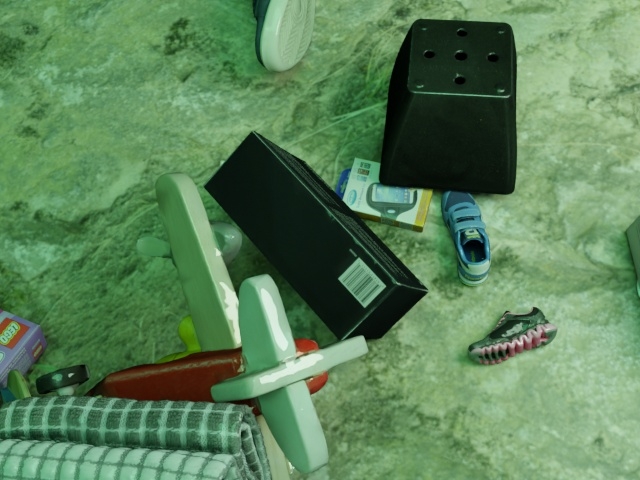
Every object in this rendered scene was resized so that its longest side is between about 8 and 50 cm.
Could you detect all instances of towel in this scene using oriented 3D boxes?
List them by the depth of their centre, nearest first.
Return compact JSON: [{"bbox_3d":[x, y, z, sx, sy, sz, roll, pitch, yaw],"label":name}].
[{"bbox_3d":[-0.158,0.265,0.663,0.235,0.284,0.121,-1,35,10],"label":"towel"}]

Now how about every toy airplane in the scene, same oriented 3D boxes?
[{"bbox_3d":[-0.102,0.160,0.823,0.384,0.272,0.386,30,109,27],"label":"toy airplane"}]

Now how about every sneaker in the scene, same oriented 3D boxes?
[{"bbox_3d":[0.244,0.121,0.929,0.119,0.047,0.057,-18,54,-4],"label":"sneaker"},{"bbox_3d":[0.201,-0.014,0.967,0.053,0.059,0.144,-13,68,2],"label":"sneaker"},{"bbox_3d":[-0.086,-0.411,1.105,0.148,0.131,0.350,3,65,14],"label":"sneaker"}]

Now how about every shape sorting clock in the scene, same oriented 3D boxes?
[{"bbox_3d":[-0.350,0.258,0.862,0.040,0.206,0.206,-9,68,-28],"label":"shape sorting clock"}]

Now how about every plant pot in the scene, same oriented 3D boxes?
[{"bbox_3d":[0.179,-0.191,0.958,0.188,0.167,0.188,5,61,8],"label":"plant pot"}]

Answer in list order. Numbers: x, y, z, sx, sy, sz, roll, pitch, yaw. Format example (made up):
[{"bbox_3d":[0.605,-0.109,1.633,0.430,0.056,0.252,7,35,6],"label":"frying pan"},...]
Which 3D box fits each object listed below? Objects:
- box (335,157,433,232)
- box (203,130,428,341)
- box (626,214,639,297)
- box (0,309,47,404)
[{"bbox_3d":[0.089,-0.067,1.013,0.136,0.028,0.081,14,73,8],"label":"box"},{"bbox_3d":[0.000,0.000,0.906,0.103,0.184,0.261,-47,71,11],"label":"box"},{"bbox_3d":[0.506,0.040,0.887,0.181,0.119,0.181,-6,70,3],"label":"box"},{"bbox_3d":[-0.524,0.196,0.906,0.200,0.057,0.293,20,50,11],"label":"box"}]
